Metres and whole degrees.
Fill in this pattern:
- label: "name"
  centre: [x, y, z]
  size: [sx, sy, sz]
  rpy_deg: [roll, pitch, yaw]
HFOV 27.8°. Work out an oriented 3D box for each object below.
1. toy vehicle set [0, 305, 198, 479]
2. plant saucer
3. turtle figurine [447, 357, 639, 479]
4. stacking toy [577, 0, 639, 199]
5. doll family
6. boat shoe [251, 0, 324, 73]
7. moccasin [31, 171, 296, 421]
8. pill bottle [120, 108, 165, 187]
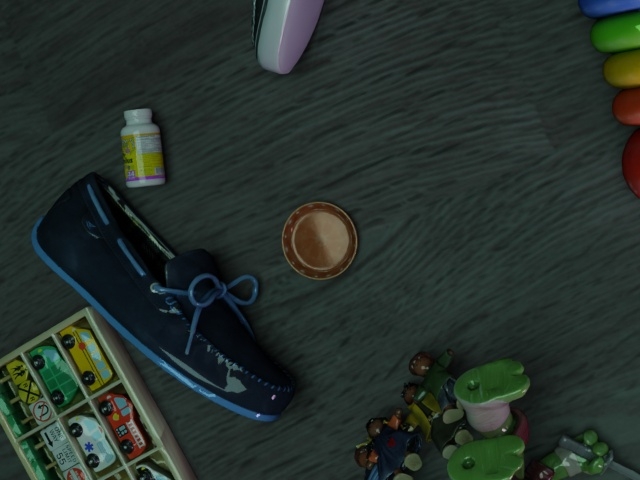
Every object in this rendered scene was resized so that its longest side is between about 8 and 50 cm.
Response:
- label: "toy vehicle set"
  centre: [-0.256, 0.226, 1.453]
  size: [0.166, 0.035, 0.267]
  rpy_deg: [-31, 85, 16]
- label: "plant saucer"
  centre: [0.000, 0.000, 1.375]
  size: [0.083, 0.013, 0.083]
  rpy_deg: [1, 95, 15]
- label: "turtle figurine"
  centre: [0.232, 0.246, 1.221]
  size: [0.275, 0.266, 0.198]
  rpy_deg: [19, 59, 43]
- label: "stacking toy"
  centre: [0.308, -0.192, 1.216]
  size: [0.141, 0.141, 0.330]
  rpy_deg: [-9, 95, 16]
- label: "doll family"
  centre: [0.089, 0.198, 1.319]
  size: [0.193, 0.076, 0.111]
  rpy_deg: [-49, 38, 4]
- label: "boat shoe"
  centre: [-0.043, -0.323, 1.315]
  size: [0.102, 0.108, 0.301]
  rpy_deg: [11, 95, 15]
- label: "moccasin"
  centre: [-0.158, 0.053, 1.362]
  size: [0.342, 0.138, 0.117]
  rpy_deg: [37, 99, 9]
- label: "pill bottle"
  centre: [-0.194, -0.100, 1.407]
  size: [0.043, 0.043, 0.083]
  rpy_deg: [-6, 92, 16]
